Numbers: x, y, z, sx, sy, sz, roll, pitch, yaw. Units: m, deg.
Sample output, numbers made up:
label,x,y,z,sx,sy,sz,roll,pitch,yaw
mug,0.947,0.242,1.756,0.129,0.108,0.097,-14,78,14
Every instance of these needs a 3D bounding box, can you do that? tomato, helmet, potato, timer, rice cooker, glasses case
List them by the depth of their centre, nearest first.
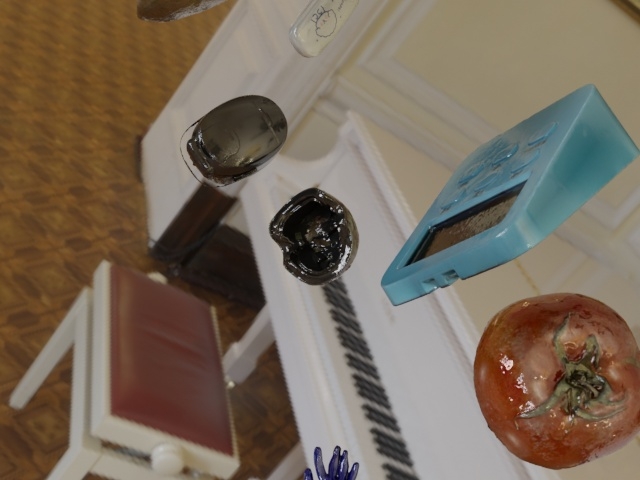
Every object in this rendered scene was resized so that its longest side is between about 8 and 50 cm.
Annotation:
label,x,y,z,sx,sy,sz,roll,pitch,yaw
timer,0.184,-0.041,0.936,0.250,0.232,0.091,-39,96,-36
tomato,0.315,0.170,1.106,0.237,0.236,0.095,40,-21,3
helmet,0.004,-0.005,1.614,0.107,0.153,0.176,2,57,-61
rice cooker,-0.157,-0.182,1.640,0.142,0.203,0.118,58,-12,8
glasses case,0.010,-0.424,1.657,0.049,0.197,0.076,0,-41,52
potato,-0.234,-0.485,1.707,0.190,0.211,0.264,16,59,-10

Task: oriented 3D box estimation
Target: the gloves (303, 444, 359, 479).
label,x,y,z,sx,sy,sz,roll,pitch,yaw
gloves,0.010,0.296,1.094,0.064,0.086,0.026,18,-15,5
